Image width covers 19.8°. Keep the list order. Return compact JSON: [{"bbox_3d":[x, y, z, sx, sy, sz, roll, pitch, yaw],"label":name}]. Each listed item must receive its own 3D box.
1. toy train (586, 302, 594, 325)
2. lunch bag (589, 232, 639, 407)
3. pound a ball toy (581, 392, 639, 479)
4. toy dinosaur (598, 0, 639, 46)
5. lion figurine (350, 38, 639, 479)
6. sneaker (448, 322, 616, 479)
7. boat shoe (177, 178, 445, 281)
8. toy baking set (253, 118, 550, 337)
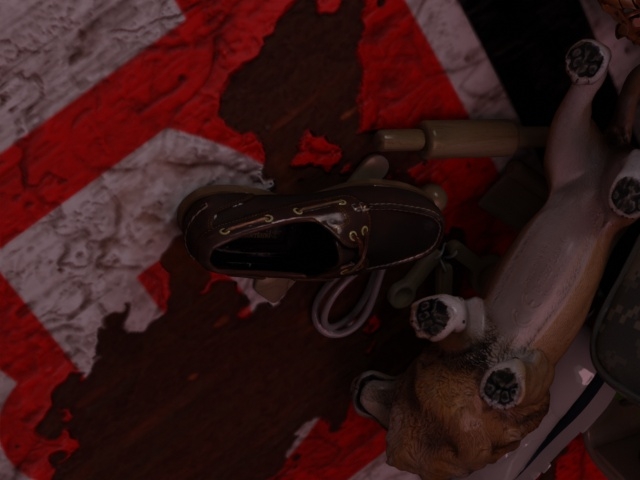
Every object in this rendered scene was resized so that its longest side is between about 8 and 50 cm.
[{"bbox_3d":[0.212,0.066,1.571,0.036,0.027,0.158,-4,121,-26],"label":"toy train"},{"bbox_3d":[0.398,0.096,1.435,0.256,0.305,0.212,20,97,-61],"label":"lunch bag"},{"bbox_3d":[0.383,0.179,1.630,0.319,0.208,0.135,-16,127,-23],"label":"pound a ball toy"},{"bbox_3d":[0.245,-0.242,1.340,0.218,0.164,0.322,-25,161,3],"label":"toy dinosaur"},{"bbox_3d":[0.171,0.022,1.408,0.392,0.142,0.240,-51,165,1],"label":"lion figurine"},{"bbox_3d":[0.161,0.154,1.569,0.095,0.090,0.235,34,114,-6],"label":"sneaker"},{"bbox_3d":[0.000,0.000,1.346,0.207,0.073,0.073,-3,118,-20],"label":"boat shoe"},{"bbox_3d":[0.079,-0.008,1.438,0.256,0.030,0.196,1,119,-32],"label":"toy baking set"}]
